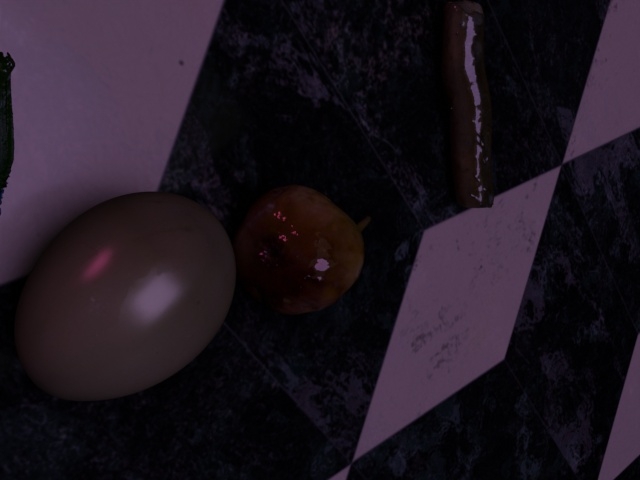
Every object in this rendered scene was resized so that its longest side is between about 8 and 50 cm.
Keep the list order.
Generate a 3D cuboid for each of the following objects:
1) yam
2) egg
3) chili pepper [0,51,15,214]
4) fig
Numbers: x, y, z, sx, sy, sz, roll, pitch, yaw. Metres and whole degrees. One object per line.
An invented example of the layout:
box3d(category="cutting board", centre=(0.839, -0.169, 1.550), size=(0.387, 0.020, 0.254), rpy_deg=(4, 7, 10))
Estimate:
box3d(category="yam", centre=(0.226, -0.202, 1.136), size=(0.071, 0.067, 0.317), rpy_deg=(-25, 114, -47))
box3d(category="egg", centre=(-0.196, 0.056, 0.757), size=(0.242, 0.186, 0.186), rpy_deg=(-40, 120, -22))
box3d(category="chili pepper", centre=(-0.326, -0.076, 0.684), size=(0.098, 0.061, 0.224), rpy_deg=(-35, 138, -62))
box3d(category="fig", centre=(0.000, 0.000, 0.957), size=(0.257, 0.159, 0.159), rpy_deg=(-22, 112, -56))
